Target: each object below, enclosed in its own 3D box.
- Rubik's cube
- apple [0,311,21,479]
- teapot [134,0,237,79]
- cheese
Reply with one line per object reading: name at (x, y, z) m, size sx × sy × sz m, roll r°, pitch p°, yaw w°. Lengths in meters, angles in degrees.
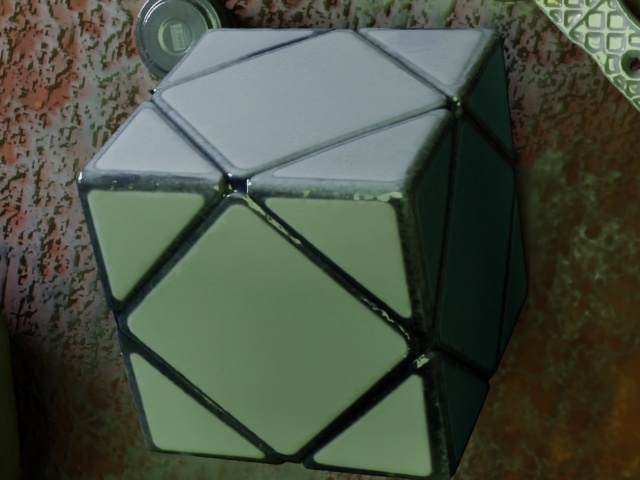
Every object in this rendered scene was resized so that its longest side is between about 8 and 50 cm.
Rubik's cube at (0.000, 0.000, 1.050) m, size 0.207 × 0.205 × 0.205 m, roll 3°, pitch 123°, yaw 23°
apple at (-0.432, 0.163, 1.174) m, size 0.473 × 0.473 × 0.474 m, roll 6°, pitch 106°, yaw 21°
teapot at (-0.083, -0.128, 1.157) m, size 0.066 × 0.057 × 0.088 m, roll -6°, pitch 99°, yaw 23°
cheese at (0.132, -0.180, 1.060) m, size 0.255 × 0.050 × 0.127 m, roll 45°, pitch 114°, yaw 4°
